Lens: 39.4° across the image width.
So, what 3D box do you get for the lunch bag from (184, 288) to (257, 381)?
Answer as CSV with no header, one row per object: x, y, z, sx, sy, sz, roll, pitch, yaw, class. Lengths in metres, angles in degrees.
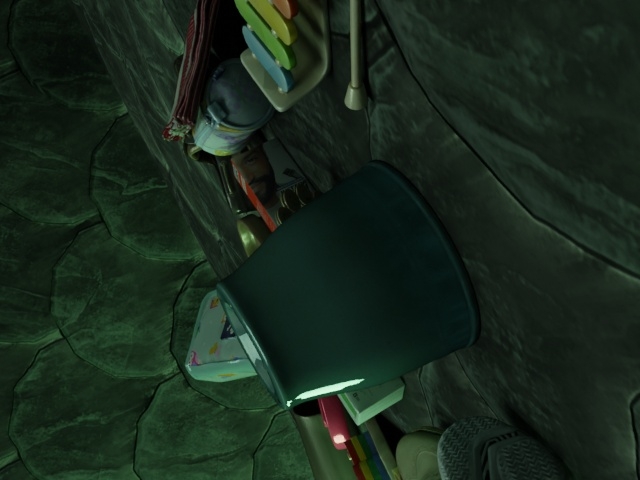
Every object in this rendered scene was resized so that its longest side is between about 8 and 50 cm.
-0.068,0.124,1.398,0.223,0.262,0.160,-14,106,44,lunch bag

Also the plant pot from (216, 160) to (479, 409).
0.017,0.074,1.133,0.271,0.255,0.271,57,166,22,plant pot

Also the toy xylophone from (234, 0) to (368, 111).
-0.040,-0.276,1.019,0.236,0.081,0.322,52,164,36,toy xylophone

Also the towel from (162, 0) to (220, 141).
-0.219,-0.293,1.492,0.329,0.037,0.237,-177,99,-76,towel

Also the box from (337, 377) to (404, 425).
0.082,0.257,1.604,0.101,0.102,0.087,55,168,22,box

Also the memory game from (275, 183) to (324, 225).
0.000,0.000,1.318,0.186,0.012,0.186,34,-138,-37,memory game

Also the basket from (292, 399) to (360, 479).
0.026,0.494,2.232,0.204,0.154,0.226,27,139,66,basket

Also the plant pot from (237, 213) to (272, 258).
-0.054,0.043,1.675,0.237,0.110,0.237,58,167,22,plant pot

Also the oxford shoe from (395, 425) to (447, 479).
0.177,0.385,1.291,0.397,0.147,0.140,-138,54,-66,oxford shoe

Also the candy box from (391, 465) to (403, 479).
0.253,0.524,1.526,0.316,0.088,0.182,47,161,49,candy box

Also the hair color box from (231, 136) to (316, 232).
-0.071,-0.086,1.509,0.167,0.093,0.053,54,164,29,hair color box

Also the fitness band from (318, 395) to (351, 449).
0.015,0.326,2.011,0.209,0.054,0.290,88,167,-70,fitness band

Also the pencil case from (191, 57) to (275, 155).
-0.148,-0.212,1.479,0.113,0.124,0.273,37,171,-8,pencil case

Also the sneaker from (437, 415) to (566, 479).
0.268,0.389,1.071,0.366,0.137,0.210,46,158,40,sneaker

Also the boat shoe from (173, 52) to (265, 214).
-0.198,-0.203,1.671,0.355,0.130,0.132,57,166,18,boat shoe

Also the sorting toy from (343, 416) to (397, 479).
0.135,0.512,1.853,0.255,0.089,0.257,64,179,-11,sorting toy
